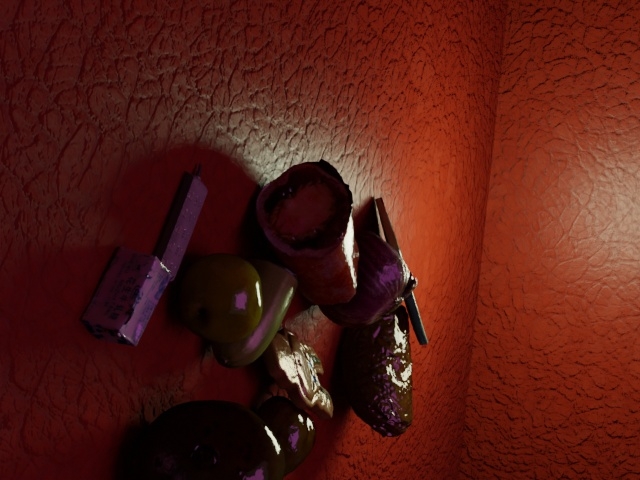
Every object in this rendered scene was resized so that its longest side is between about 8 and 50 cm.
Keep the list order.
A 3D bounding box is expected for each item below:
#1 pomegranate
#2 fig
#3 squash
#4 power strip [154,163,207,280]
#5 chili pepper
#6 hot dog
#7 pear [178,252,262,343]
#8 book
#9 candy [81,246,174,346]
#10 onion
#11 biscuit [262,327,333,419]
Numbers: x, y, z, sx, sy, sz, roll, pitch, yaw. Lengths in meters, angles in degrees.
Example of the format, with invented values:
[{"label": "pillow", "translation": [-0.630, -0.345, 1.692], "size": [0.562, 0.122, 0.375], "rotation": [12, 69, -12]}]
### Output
[{"label": "pomegranate", "translation": [-0.227, 0.460, 1.679], "size": [0.290, 0.291, 0.323], "rotation": [-51, 176, -45]}, {"label": "fig", "translation": [-0.119, 0.499, 2.031], "size": [0.274, 0.146, 0.170], "rotation": [-55, 144, -19]}, {"label": "squash", "translation": [-0.151, 0.165, 1.855], "size": [0.247, 0.133, 0.132], "rotation": [-64, 149, -26]}, {"label": "power strip", "translation": [-0.266, -0.034, 1.665], "size": [0.060, 0.027, 0.252], "rotation": [48, 55, -58]}, {"label": "chili pepper", "translation": [0.000, 0.000, 1.975], "size": [0.229, 0.251, 0.305], "rotation": [-37, 143, -5]}, {"label": "hot dog", "translation": [0.170, 0.367, 2.495], "size": [0.267, 0.174, 0.387], "rotation": [28, 57, -58]}, {"label": "pear", "translation": [-0.188, 0.106, 1.734], "size": [0.216, 0.166, 0.180], "rotation": [-48, 125, -65]}, {"label": "book", "translation": [0.232, 0.090, 2.528], "size": [0.264, 0.031, 0.379], "rotation": [-104, 176, -51]}, {"label": "candy", "translation": [-0.331, 0.097, 1.507], "size": [0.160, 0.092, 0.073], "rotation": [-67, 152, -23]}, {"label": "onion", "translation": [0.093, 0.099, 2.185], "size": [0.256, 0.273, 0.230], "rotation": [-70, 162, 7]}, {"label": "biscuit", "translation": [-0.049, 0.312, 2.089], "size": [0.334, 0.047, 0.202], "rotation": [44, 25, -57]}]
